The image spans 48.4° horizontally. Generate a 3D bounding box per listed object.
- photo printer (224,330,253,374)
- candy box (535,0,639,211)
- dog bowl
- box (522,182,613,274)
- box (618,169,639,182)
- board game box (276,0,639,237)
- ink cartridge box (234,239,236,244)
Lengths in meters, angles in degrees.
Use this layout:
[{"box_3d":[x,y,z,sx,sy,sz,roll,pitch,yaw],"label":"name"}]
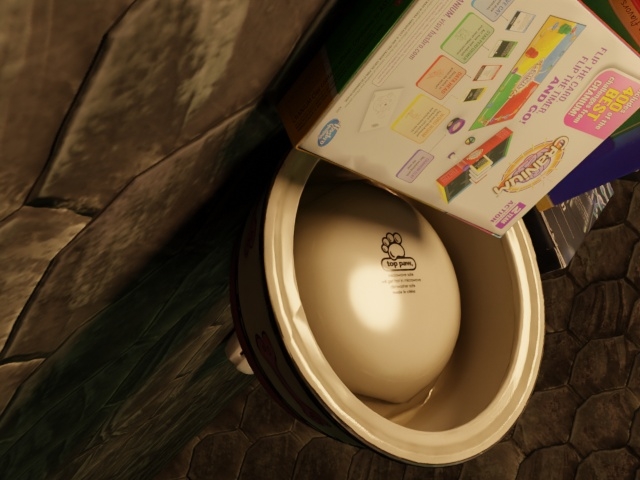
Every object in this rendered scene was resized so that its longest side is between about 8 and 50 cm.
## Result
[{"box_3d":[-0.075,0.174,1.610,0.256,0.107,0.307,-46,171,15],"label":"photo printer"},{"box_3d":[0.339,-0.222,0.819,0.317,0.268,0.122,-29,-178,45],"label":"candy box"},{"box_3d":[0.073,0.054,0.835,0.408,0.408,0.150,-38,-172,-37],"label":"dog bowl"},{"box_3d":[0.331,-0.123,1.266,0.211,0.294,0.395,-21,-172,37],"label":"box"},{"box_3d":[0.448,-0.296,1.028,0.343,0.178,0.313,-35,128,-44],"label":"box"},{"box_3d":[0.153,-0.141,0.686,0.316,0.064,0.242,20,124,-40],"label":"board game box"},{"box_3d":[-0.064,0.006,0.990,0.104,0.060,0.180,-40,171,-20],"label":"ink cartridge box"}]
